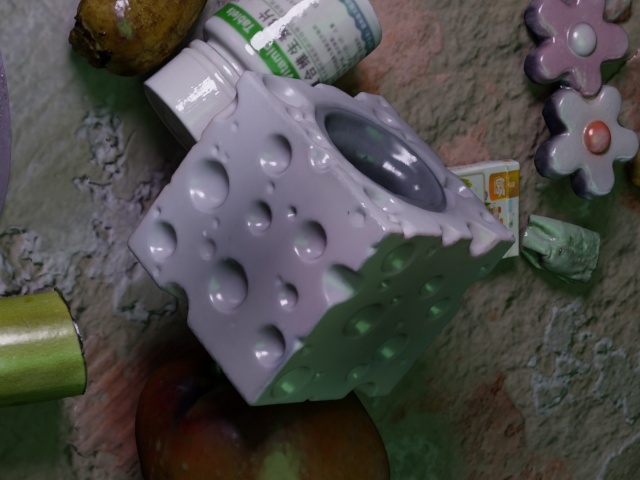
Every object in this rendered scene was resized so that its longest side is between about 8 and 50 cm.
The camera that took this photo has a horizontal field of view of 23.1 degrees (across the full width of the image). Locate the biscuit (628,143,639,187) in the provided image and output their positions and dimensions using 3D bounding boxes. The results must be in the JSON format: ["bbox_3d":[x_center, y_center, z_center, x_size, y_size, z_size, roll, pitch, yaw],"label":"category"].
[{"bbox_3d":[0.481,-0.137,1.981,0.174,0.039,0.183,10,102,-26],"label":"biscuit"}]

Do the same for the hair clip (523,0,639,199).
[{"bbox_3d":[0.310,-0.178,1.874,0.146,0.075,0.257,-9,104,-18],"label":"hair clip"}]

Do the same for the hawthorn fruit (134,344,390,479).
[{"bbox_3d":[-0.077,0.221,1.702,0.268,0.268,0.300,-26,106,-17],"label":"hawthorn fruit"}]

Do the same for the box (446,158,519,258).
[{"bbox_3d":[0.135,-0.025,1.854,0.220,0.032,0.122,-9,108,-22],"label":"box"}]

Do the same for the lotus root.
[{"bbox_3d":[-0.169,-0.249,1.610,0.191,0.094,0.108,-43,152,-15],"label":"lotus root"}]

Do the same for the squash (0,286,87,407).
[{"bbox_3d":[-0.343,0.118,1.620,0.187,0.123,0.123,-7,108,-25],"label":"squash"}]

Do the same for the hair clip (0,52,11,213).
[{"bbox_3d":[-0.372,-0.102,1.570,0.096,0.110,0.358,10,109,13],"label":"hair clip"}]

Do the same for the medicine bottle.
[{"bbox_3d":[-0.063,-0.192,1.650,0.237,0.139,0.139,-38,118,-11],"label":"medicine bottle"}]

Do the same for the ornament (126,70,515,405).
[{"bbox_3d":[0.000,0.000,1.600,0.240,0.239,0.239,4,130,-53],"label":"ornament"}]

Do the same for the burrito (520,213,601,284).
[{"bbox_3d":[0.292,0.011,1.934,0.118,0.044,0.074,17,101,-32],"label":"burrito"}]
